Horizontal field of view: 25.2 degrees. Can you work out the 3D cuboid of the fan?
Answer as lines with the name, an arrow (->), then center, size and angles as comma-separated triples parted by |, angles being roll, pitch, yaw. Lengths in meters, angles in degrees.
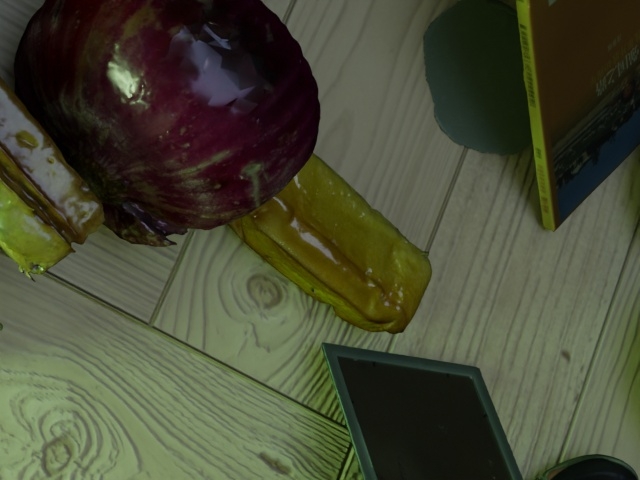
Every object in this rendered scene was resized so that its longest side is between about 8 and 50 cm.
fan -> 0.247, -0.198, 1.609 | 0.310, 0.010, 0.182 | -15, 93, -27

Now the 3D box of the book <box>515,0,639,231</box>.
book -> 0.302, -0.221, 1.520 | 0.262, 0.028, 0.374 | -44, 140, -27

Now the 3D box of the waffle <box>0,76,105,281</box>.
waffle -> -0.317, -0.121, 1.164 | 0.098, 0.224, 0.328 | -43, 106, -8

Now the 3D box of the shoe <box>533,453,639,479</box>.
shoe -> 0.255, 0.343, 1.483 | 0.114, 0.137, 0.291 | 42, 65, -20

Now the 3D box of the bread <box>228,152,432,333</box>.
bread -> 0.000, 0.000, 1.400 | 0.245, 0.102, 0.094 | 41, 60, -21

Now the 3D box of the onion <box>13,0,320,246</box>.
onion -> -0.128, -0.141, 1.256 | 0.256, 0.230, 0.272 | 26, 69, -24

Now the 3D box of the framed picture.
framed picture -> 0.117, 0.225, 1.395 | 0.216, 0.016, 0.273 | 13, 44, -35

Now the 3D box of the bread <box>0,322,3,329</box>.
bread -> -0.372, 0.021, 1.192 | 0.226, 0.088, 0.049 | 42, 68, -21
